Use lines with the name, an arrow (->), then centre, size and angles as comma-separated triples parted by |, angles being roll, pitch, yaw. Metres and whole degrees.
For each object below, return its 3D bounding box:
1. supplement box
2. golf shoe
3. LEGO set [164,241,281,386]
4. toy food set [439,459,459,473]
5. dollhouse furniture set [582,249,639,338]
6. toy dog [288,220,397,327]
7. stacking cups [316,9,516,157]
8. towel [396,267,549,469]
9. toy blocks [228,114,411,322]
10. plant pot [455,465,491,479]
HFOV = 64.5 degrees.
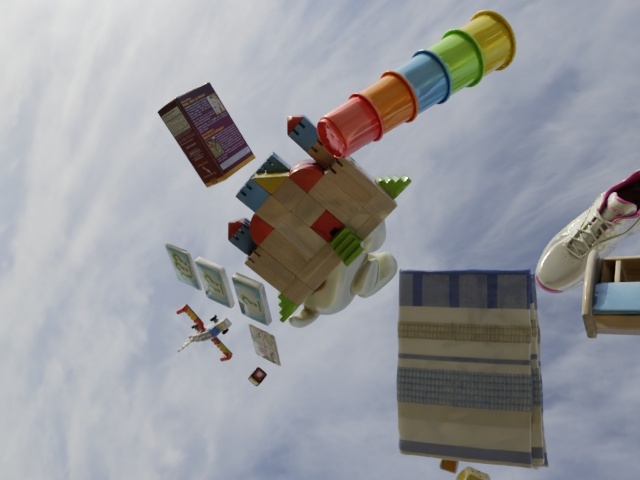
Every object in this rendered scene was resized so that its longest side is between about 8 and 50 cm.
supplement box -> -0.238, -0.222, 1.073 | 0.081, 0.104, 0.188 | -14, -66, 44
golf shoe -> 0.547, -0.023, 1.009 | 0.306, 0.140, 0.115 | -44, -122, 0
LEGO set -> -0.150, 0.131, 0.755 | 0.183, 0.060, 0.244 | 20, -42, 26
toy food set -> 0.306, 0.439, 1.254 | 0.105, 0.232, 0.111 | 6, -39, 27
dollhouse furniture set -> 0.421, -0.067, 0.619 | 0.198, 0.286, 0.303 | -5, -56, 36
toy dog -> 0.000, 0.000, 1.331 | 0.285, 0.395, 0.408 | 36, -21, 28
stacking cups -> 0.137, -0.216, 0.733 | 0.096, 0.316, 0.096 | 50, -14, 18
towel -> 0.218, 0.183, 0.754 | 0.209, 0.034, 0.284 | -2, -100, 16
toy blocks -> -0.046, -0.062, 1.004 | 0.261, 0.190, 0.381 | 40, -75, -12
plant pot -> 0.328, 0.540, 1.090 | 0.081, 0.081, 0.083 | 19, -90, 13
